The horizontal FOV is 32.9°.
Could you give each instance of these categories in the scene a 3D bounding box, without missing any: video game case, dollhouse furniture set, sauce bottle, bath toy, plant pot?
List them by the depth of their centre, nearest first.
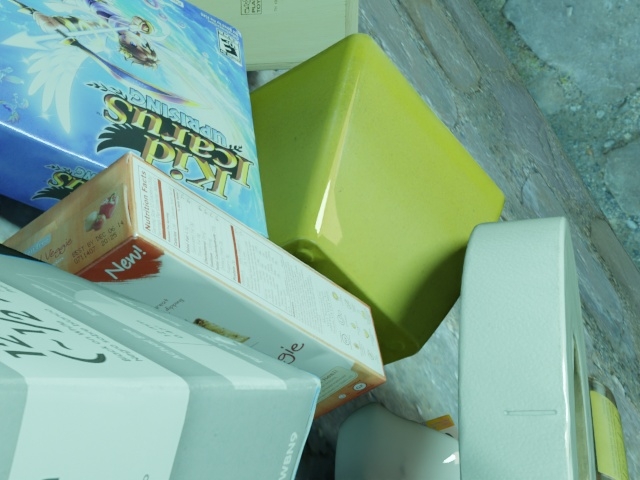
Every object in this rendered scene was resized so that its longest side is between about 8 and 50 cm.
[{"bbox_3d":[0.055,0.251,0.763,0.348,0.129,0.151,-69,158,-61],"label":"bath toy"},{"bbox_3d":[-0.170,-0.119,0.783,0.270,0.061,0.244,23,39,-31],"label":"video game case"},{"bbox_3d":[0.000,0.000,0.890,0.212,0.212,0.187,45,40,-27],"label":"plant pot"},{"bbox_3d":[-0.101,-0.215,1.095,0.303,0.198,0.286,-128,-145,-64],"label":"dollhouse furniture set"},{"bbox_3d":[0.287,0.286,1.198,0.111,0.111,0.344,51,26,-16],"label":"sauce bottle"}]

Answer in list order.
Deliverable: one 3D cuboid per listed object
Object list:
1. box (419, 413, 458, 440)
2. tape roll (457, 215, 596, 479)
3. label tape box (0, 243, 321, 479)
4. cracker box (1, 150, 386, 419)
[{"bbox_3d":[0.131,0.239,1.050,0.081,0.028,0.136,3,57,-63],"label":"box"},{"bbox_3d":[0.166,0.175,0.817,0.392,0.072,0.391,-4,90,-74],"label":"tape roll"},{"bbox_3d":[-0.198,0.052,0.364,0.249,0.115,0.348,19,1,31],"label":"label tape box"},{"bbox_3d":[-0.090,0.058,0.677,0.232,0.156,0.067,34,33,-42],"label":"cracker box"}]
